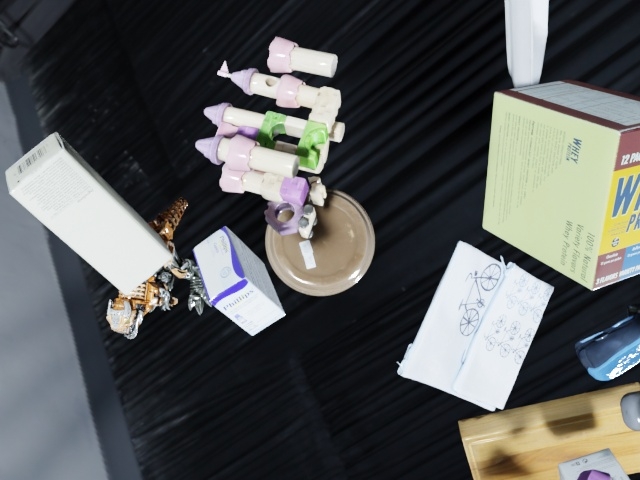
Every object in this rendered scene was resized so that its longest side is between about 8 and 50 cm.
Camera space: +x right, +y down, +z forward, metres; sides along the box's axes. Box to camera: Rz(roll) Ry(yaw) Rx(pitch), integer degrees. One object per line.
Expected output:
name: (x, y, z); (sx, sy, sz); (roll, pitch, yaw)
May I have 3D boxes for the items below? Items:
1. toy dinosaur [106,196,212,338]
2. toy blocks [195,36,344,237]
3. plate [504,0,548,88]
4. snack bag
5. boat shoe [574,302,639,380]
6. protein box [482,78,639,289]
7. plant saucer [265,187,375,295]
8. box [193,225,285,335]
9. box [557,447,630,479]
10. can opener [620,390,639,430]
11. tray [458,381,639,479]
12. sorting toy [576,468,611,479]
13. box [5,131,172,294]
toy dinosaur: (-0.333, 0.057, 1.392); (0.164, 0.321, 0.218); (22, -22, 33)
toy blocks: (-0.119, -0.205, 1.319); (0.309, 0.260, 0.288); (74, 33, -67)
plate: (0.322, -0.387, 1.032); (0.277, 0.045, 0.278); (-63, 149, -43)
snack bag: (0.349, 0.189, 1.444); (0.343, 0.323, 0.037); (27, -3, -34)
boat shoe: (0.563, 0.139, 1.157); (0.089, 0.258, 0.109); (59, -6, 48)
protein box: (0.331, -0.081, 0.845); (0.201, 0.136, 0.199); (41, -41, 53)
plant saucer: (0.000, 0.000, 1.664); (0.277, 0.278, 0.041); (55, -5, 4)
box: (-0.136, 0.069, 1.111); (0.137, 0.072, 0.126); (51, 9, -48)
box: (0.498, 0.449, 1.194); (0.102, 0.101, 0.087); (-105, 176, -55)
can opener: (0.493, 0.173, 0.826); (0.284, 0.076, 0.095); (0, 76, -24)
tray: (0.547, 0.471, 1.532); (0.076, 0.411, 0.202); (-82, 155, -65)
sorting toy: (0.400, 0.542, 1.025); (0.126, 0.365, 0.127); (25, -4, 15)
box: (-0.382, -0.040, 1.116); (0.094, 0.113, 0.275); (44, -8, 51)
